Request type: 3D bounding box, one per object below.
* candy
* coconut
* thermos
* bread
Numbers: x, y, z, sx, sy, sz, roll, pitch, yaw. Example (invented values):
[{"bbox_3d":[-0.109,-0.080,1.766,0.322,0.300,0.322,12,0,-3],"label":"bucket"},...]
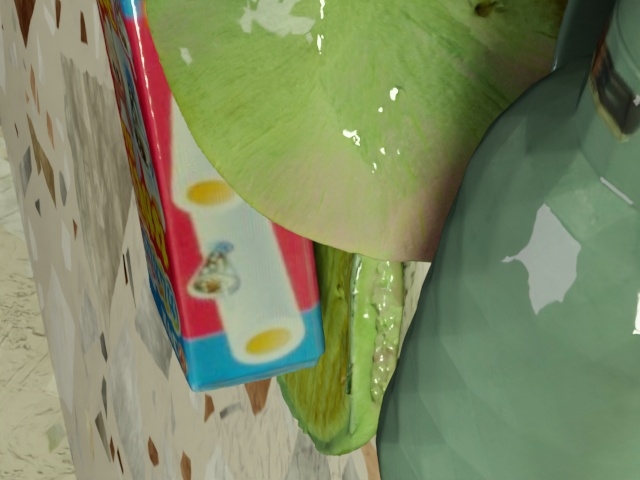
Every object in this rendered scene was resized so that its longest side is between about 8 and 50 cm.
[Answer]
[{"bbox_3d":[-0.076,-0.074,1.126,0.157,0.100,0.306,-123,21,-58],"label":"candy"},{"bbox_3d":[0.030,-0.105,0.788,0.204,0.236,0.236,35,150,9],"label":"coconut"},{"bbox_3d":[0.114,0.001,0.662,0.286,0.145,0.182,104,164,-48],"label":"thermos"},{"bbox_3d":[-0.002,-0.001,1.223,0.301,0.045,0.301,174,90,-74],"label":"bread"}]
